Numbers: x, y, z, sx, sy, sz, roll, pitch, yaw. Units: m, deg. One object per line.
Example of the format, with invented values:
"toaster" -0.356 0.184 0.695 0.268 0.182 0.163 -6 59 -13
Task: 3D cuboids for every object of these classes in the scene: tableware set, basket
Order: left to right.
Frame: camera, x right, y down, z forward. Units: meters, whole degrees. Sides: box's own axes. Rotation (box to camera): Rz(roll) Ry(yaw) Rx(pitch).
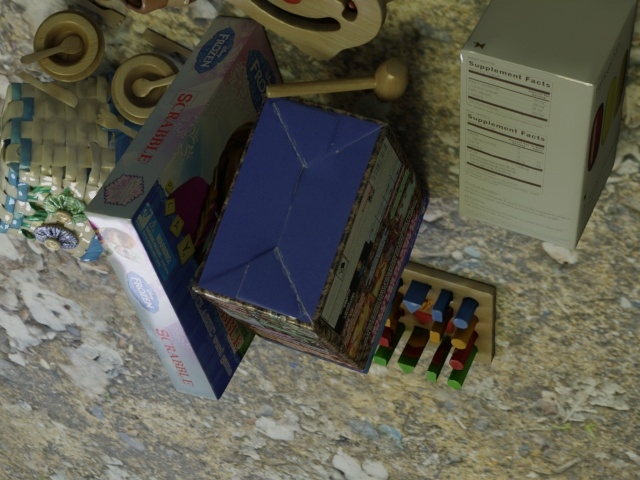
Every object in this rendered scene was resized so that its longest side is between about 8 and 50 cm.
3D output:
"tableware set" -0.253 -0.206 1.711 0.194 0.128 0.039 28 179 1
"basket" -0.271 -0.087 1.843 0.289 0.201 0.255 -1 152 -18

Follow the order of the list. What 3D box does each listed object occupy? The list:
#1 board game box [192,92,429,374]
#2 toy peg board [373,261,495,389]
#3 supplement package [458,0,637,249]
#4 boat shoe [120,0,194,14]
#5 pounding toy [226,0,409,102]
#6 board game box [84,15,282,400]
"board game box" 0.000 0.000 1.619 0.141 0.232 0.291 17 170 17
"toy peg board" 0.141 0.116 1.897 0.161 0.079 0.160 16 145 18
"supplement package" 0.224 -0.131 1.454 0.134 0.139 0.244 18 146 18
"boat shoe" -0.226 -0.320 1.476 0.324 0.116 0.123 33 146 42
"pounding toy" -0.012 -0.242 1.463 0.269 0.155 0.154 32 151 -4
"board game box" -0.118 -0.035 1.670 0.066 0.318 0.318 10 143 26
